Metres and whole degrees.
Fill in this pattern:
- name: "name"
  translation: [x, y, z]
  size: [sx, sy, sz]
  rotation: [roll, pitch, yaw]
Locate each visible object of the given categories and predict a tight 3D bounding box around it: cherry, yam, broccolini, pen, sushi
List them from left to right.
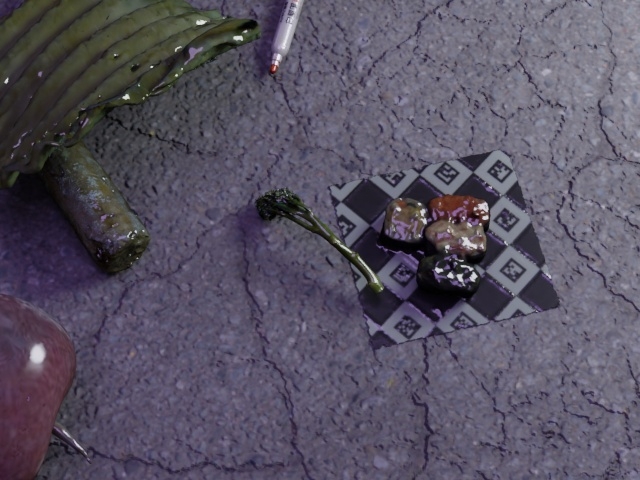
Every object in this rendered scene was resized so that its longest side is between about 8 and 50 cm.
- name: "cherry"
  translation: [-0.369, 0.167, 1.679]
  size: [0.285, 0.213, 0.236]
  rotation: [26, 37, -1]
- name: "yam"
  translation: [-0.272, -0.048, 1.858]
  size: [0.078, 0.078, 0.179]
  rotation: [-31, 71, -15]
- name: "pen"
  translation: [-0.034, -0.305, 2.011]
  size: [0.026, 0.026, 0.218]
  rotation: [14, 66, 5]
- name: "broccolini"
  translation: [-0.001, -0.004, 1.852]
  size: [0.054, 0.052, 0.194]
  rotation: [-42, 67, -16]
- name: "sushi"
  translation: [0.147, -0.004, 1.868]
  size: [0.231, 0.047, 0.220]
  rotation: [-12, 67, -8]

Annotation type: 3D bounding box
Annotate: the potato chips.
- name: "potato chips"
  translation: [-0.276, -0.209, 1.877]
  size: [0.389, 0.097, 0.373]
  rotation: [-31, 38, -20]
